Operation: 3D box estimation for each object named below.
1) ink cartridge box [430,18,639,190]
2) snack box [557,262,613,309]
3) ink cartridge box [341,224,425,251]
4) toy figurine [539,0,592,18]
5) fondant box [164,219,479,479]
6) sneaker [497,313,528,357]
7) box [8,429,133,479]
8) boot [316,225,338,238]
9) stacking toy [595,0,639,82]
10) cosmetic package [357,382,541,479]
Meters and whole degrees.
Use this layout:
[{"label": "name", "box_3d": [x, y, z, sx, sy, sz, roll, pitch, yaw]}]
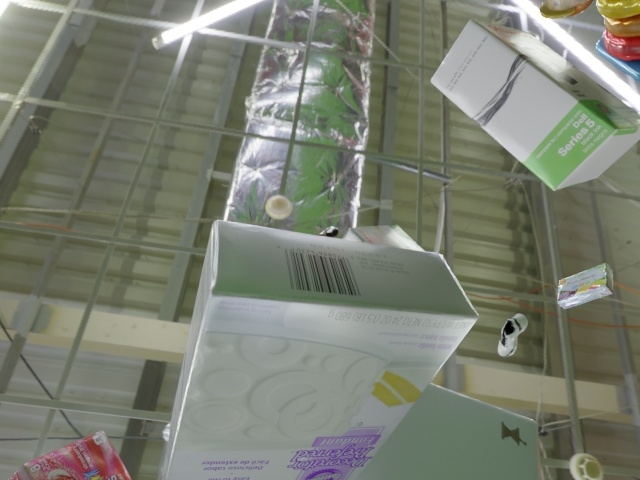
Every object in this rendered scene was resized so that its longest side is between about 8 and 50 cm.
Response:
[{"label": "ink cartridge box", "box_3d": [0.344, -0.220, 0.680, 0.199, 0.114, 0.272, -15, -121, -40]}, {"label": "snack box", "box_3d": [0.753, 0.131, 1.219, 0.037, 0.141, 0.100, 46, -134, -6]}, {"label": "ink cartridge box", "box_3d": [0.166, 0.041, 1.110, 0.213, 0.093, 0.154, -4, -136, -47]}, {"label": "toy figurine", "box_3d": [0.357, -0.324, 0.447, 0.210, 0.148, 0.212, 14, -122, 23]}, {"label": "fondant box", "box_3d": [-0.024, 0.150, 0.461, 0.239, 0.330, 0.096, 8, -143, -19]}, {"label": "sneaker", "box_3d": [0.395, 0.202, 0.904, 0.044, 0.109, 0.040, -6, -151, -29]}, {"label": "box", "box_3d": [-0.323, 0.421, 0.589, 0.122, 0.128, 0.257, -46, -107, 14]}, {"label": "boot", "box_3d": [0.000, 0.000, 1.162, 0.119, 0.087, 0.042, -30, -86, -16]}, {"label": "stacking toy", "box_3d": [0.458, -0.398, 0.614, 0.302, 0.166, 0.175, 34, -148, -29]}, {"label": "cosmetic package", "box_3d": [0.153, 0.497, 0.783, 0.328, 0.393, 0.329, 19, -136, 6]}]
